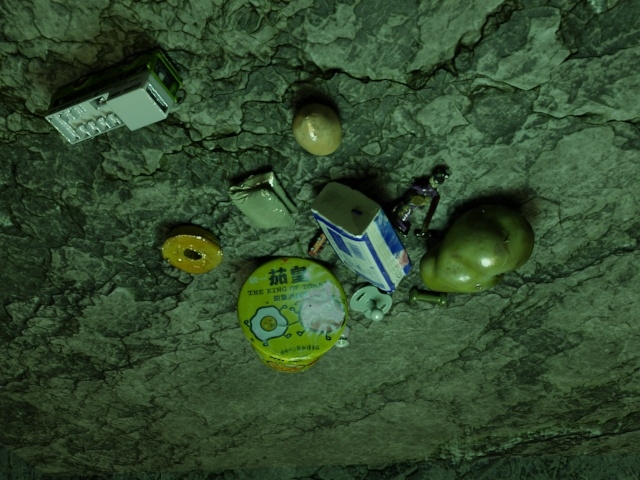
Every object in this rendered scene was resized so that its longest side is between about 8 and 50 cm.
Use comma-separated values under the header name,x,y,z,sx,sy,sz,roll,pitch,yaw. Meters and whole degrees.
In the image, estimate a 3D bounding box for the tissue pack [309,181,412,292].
name,x,y,z,sx,sy,sz,roll,pitch,yaw
tissue pack,0.113,-0.011,1.752,0.137,0.209,0.270,-45,137,-12

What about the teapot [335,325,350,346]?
name,x,y,z,sx,sy,sz,roll,pitch,yaw
teapot,0.068,0.324,2.294,0.064,0.064,0.083,-16,139,21

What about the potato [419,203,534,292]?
name,x,y,z,sx,sy,sz,roll,pitch,yaw
potato,0.408,0.035,1.801,0.202,0.218,0.351,53,135,3

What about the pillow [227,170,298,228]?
name,x,y,z,sx,sy,sz,roll,pitch,yaw
pillow,-0.147,-0.096,1.758,0.134,0.078,0.181,-11,143,21

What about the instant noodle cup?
name,x,y,z,sx,sy,sz,roll,pitch,yaw
instant noodle cup,-0.090,0.246,2.026,0.325,0.326,0.254,5,151,-4

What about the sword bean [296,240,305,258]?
name,x,y,z,sx,sy,sz,roll,pitch,yaw
sword bean,-0.058,0.026,1.961,0.012,0.012,0.083,-6,143,11

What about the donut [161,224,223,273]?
name,x,y,z,sx,sy,sz,roll,pitch,yaw
donut,-0.367,0.020,1.930,0.162,0.066,0.178,-23,135,22

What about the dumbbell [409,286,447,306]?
name,x,y,z,sx,sy,sz,roll,pitch,yaw
dumbbell,0.338,0.179,2.110,0.117,0.046,0.052,9,147,-9

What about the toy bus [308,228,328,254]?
name,x,y,z,sx,sy,sz,roll,pitch,yaw
toy bus,0.000,0.000,1.910,0.043,0.031,0.110,10,141,-21

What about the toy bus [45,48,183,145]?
name,x,y,z,sx,sy,sz,roll,pitch,yaw
toy bus,-0.453,-0.301,1.456,0.301,0.139,0.113,-14,137,23

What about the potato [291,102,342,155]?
name,x,y,z,sx,sy,sz,roll,pitch,yaw
potato,-0.011,-0.252,1.530,0.112,0.112,0.147,-16,146,22

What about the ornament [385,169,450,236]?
name,x,y,z,sx,sy,sz,roll,pitch,yaw
ornament,0.247,-0.116,1.724,0.081,0.088,0.203,34,124,-1

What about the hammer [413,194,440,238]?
name,x,y,z,sx,sy,sz,roll,pitch,yaw
hammer,0.302,-0.068,1.819,0.065,0.021,0.178,5,139,-4

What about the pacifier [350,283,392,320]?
name,x,y,z,sx,sy,sz,roll,pitch,yaw
pacifier,0.171,0.202,2.098,0.127,0.117,0.150,-43,124,11
